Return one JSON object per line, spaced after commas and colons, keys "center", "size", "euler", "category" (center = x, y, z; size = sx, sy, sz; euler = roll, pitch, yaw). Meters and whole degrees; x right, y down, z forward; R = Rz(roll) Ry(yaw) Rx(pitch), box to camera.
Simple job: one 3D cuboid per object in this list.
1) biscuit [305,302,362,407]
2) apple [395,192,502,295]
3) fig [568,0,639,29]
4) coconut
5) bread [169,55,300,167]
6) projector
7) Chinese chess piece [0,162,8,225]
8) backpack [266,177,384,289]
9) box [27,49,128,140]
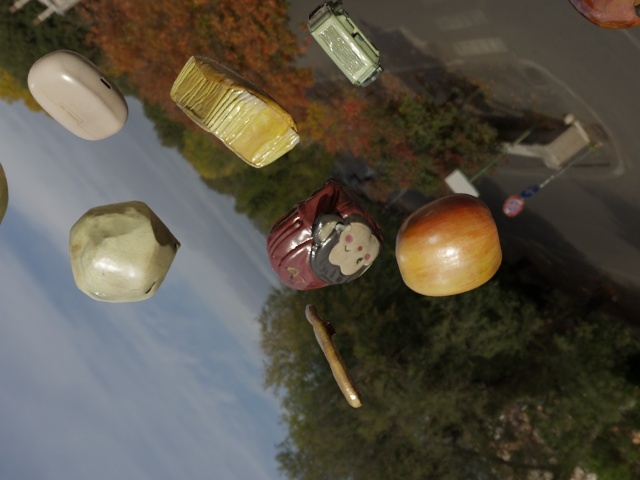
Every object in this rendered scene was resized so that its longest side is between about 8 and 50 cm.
{"center": [0.029, 0.240, 1.431], "size": [0.260, 0.041, 0.203], "euler": [-118, 6, -51], "category": "biscuit"}
{"center": [0.294, 0.009, 1.634], "size": [0.242, 0.240, 0.242], "euler": [-20, -90, -82], "category": "apple"}
{"center": [0.447, -0.406, 0.995], "size": [0.205, 0.205, 0.205], "euler": [50, 178, 2], "category": "fig"}
{"center": [-0.399, 0.023, 1.429], "size": [0.224, 0.224, 0.224], "euler": [50, 178, 2], "category": "coconut"}
{"center": [-0.161, -0.235, 1.244], "size": [0.152, 0.119, 0.288], "euler": [40, -179, -40], "category": "bread"}
{"center": [0.060, -0.431, 1.516], "size": [0.193, 0.088, 0.269], "euler": [47, -164, -19], "category": "projector"}
{"center": [-0.740, -0.094, 1.324], "size": [0.270, 0.270, 0.112], "euler": [51, -171, -7], "category": "Chinese chess piece"}
{"center": [0.001, 0.002, 1.312], "size": [0.139, 0.229, 0.229], "euler": [59, -176, 37], "category": "backpack"}
{"center": [-0.477, -0.284, 1.373], "size": [0.200, 0.145, 0.088], "euler": [47, -143, -39], "category": "box"}
